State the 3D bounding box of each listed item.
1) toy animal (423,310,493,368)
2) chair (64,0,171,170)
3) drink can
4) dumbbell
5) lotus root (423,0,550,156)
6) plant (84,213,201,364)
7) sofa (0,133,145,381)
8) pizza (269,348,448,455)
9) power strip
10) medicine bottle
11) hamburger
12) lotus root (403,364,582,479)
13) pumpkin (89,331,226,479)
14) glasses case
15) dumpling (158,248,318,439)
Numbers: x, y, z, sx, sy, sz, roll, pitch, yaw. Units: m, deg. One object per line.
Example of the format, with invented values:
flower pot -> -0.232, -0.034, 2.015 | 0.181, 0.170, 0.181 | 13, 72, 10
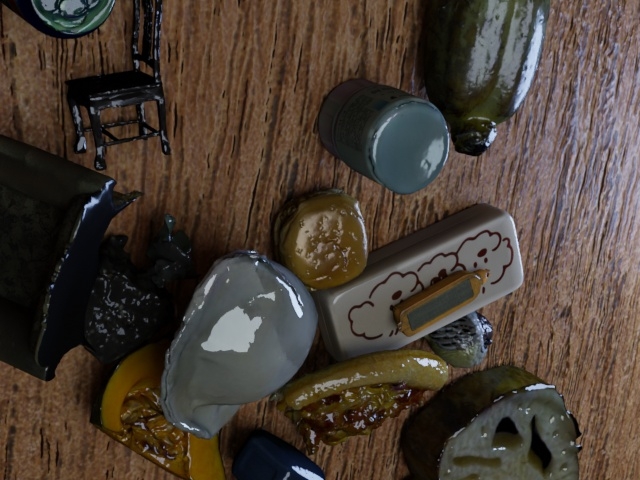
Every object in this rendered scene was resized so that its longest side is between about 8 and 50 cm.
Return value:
toy animal -> 0.211, 0.144, 1.846 | 0.137, 0.098, 0.098 | 31, 92, -11
chair -> -0.256, -0.218, 1.453 | 0.113, 0.106, 0.229 | -13, 112, -25
drink can -> -0.309, -0.301, 1.332 | 0.118, 0.205, 0.118 | -9, 112, -24
dumbbell -> -0.128, 0.450, 1.741 | 0.160, 0.144, 0.325 | 34, 91, -31
lotus root -> 0.232, -0.277, 1.664 | 0.173, 0.173, 0.309 | 4, 106, -29
plant -> -0.251, 0.061, 1.535 | 0.203, 0.142, 0.131 | -40, 106, -5
sofa -> -0.359, 0.014, 1.392 | 0.258, 0.200, 0.182 | -70, 163, 10
pizza -> 0.051, 0.253, 1.754 | 0.289, 0.081, 0.229 | -7, 147, -31
power strip -> 0.186, 0.087, 1.751 | 0.178, 0.028, 0.049 | -28, 118, -16
medicine bottle -> 0.085, -0.150, 1.619 | 0.135, 0.168, 0.135 | -9, 111, -25
hamburger -> 0.000, 0.000, 1.681 | 0.138, 0.083, 0.147 | -16, 112, -17
lotus root -> 0.295, 0.407, 1.976 | 0.374, 0.111, 0.391 | 14, 98, -33
pumpkin -> -0.215, 0.239, 1.656 | 0.278, 0.111, 0.163 | 41, 67, -34
glasses case -> 0.154, 0.067, 1.790 | 0.336, 0.076, 0.144 | -25, 118, -18
dumpling -> -0.116, 0.147, 1.574 | 0.181, 0.341, 0.260 | 34, 81, -4
